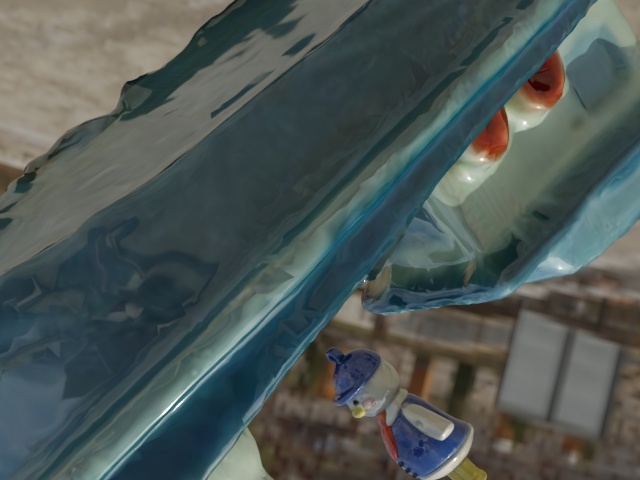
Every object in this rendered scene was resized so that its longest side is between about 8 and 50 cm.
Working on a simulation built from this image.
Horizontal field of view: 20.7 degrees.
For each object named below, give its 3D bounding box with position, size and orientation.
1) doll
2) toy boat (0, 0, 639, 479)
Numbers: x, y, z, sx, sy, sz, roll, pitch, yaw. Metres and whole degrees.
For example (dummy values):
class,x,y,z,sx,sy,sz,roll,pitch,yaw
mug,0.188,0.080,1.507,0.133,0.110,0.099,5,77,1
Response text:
class,x,y,z,sx,sy,sz,roll,pitch,yaw
doll,0.058,0.124,1.231,0.143,0.057,0.099,44,161,-8
toy boat,0.000,0.000,0.392,0.109,0.238,0.098,-11,117,53
